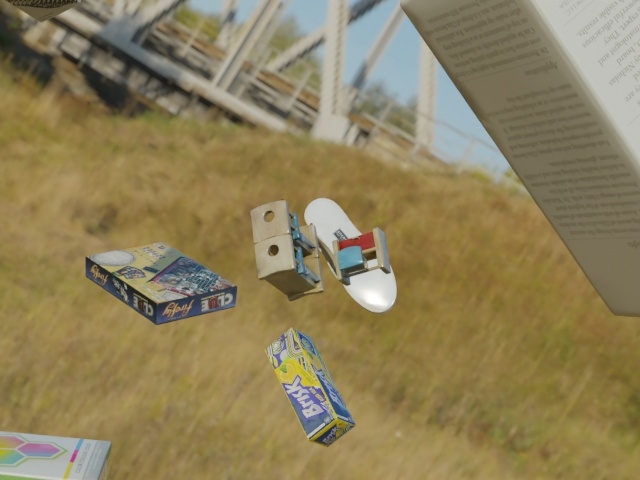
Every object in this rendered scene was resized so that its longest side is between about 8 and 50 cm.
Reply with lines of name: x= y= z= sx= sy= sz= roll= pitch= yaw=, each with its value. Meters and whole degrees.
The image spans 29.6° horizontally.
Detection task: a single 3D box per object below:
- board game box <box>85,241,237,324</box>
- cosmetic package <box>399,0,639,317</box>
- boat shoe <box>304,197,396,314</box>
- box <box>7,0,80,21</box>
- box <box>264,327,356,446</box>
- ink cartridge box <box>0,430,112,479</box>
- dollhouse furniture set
board game box: x=-0.283 y=0.072 z=2.140 sx=0.165 sy=0.042 sz=0.243 roll=-12 pitch=26 yaw=-37
cosmetic package: x=0.310 y=-0.134 z=1.291 sx=0.453 sy=0.161 sz=0.230 roll=54 pitch=-18 yaw=-13
boat shoe: x=0.066 y=0.045 z=2.592 sx=0.301 sy=0.108 sz=0.102 roll=51 pitch=-9 yaw=26
box: x=-0.591 y=-0.530 z=2.332 sx=0.275 sy=0.113 sz=0.094 roll=27 pitch=48 yaw=-56
box: x=-0.016 y=0.212 z=1.753 sx=0.054 sy=0.059 sz=0.169 roll=30 pitch=25 yaw=-51
ink cartridge box: x=-0.315 y=0.231 z=1.179 sx=0.209 sy=0.062 sz=0.109 roll=6 pitch=10 yaw=-3
dollhouse furniture set: x=0.000 y=0.000 z=1.994 sx=0.129 sy=0.184 sz=0.128 roll=41 pitch=37 yaw=-59
